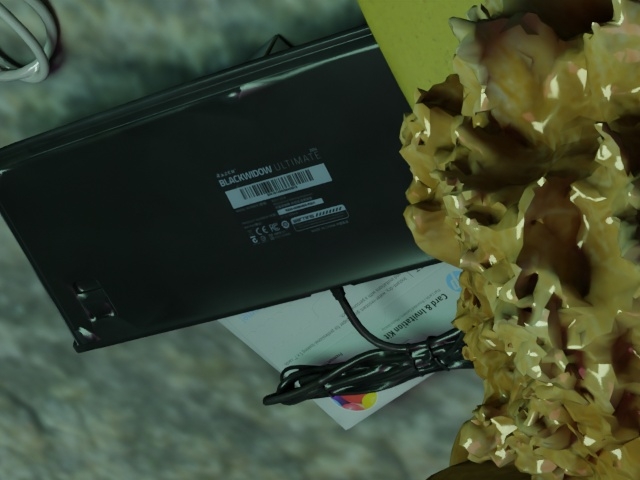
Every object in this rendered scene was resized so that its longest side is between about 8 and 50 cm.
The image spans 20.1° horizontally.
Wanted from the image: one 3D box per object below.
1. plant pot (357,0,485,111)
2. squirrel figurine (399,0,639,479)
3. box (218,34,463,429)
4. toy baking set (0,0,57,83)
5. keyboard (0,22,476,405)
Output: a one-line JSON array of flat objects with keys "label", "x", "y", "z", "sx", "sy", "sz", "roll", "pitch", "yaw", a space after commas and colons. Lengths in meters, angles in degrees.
[{"label": "plant pot", "x": 0.143, "y": -0.107, "z": 0.694, "sx": 0.187, "sy": 0.212, "sz": 0.212, "roll": 43, "pitch": 133, "yaw": 2}, {"label": "squirrel figurine", "x": 0.156, "y": 0.084, "z": 0.542, "sx": 0.370, "sy": 0.281, "sz": 0.397, "roll": 1, "pitch": 116, "yaw": 36}, {"label": "box", "x": -0.004, "y": 0.002, "z": 0.934, "sx": 0.186, "sy": 0.038, "sz": 0.145, "roll": 41, "pitch": 129, "yaw": -14}, {"label": "toy baking set", "x": -0.176, "y": -0.155, "z": 0.850, "sx": 0.197, "sy": 0.030, "sz": 0.256, "roll": 37, "pitch": 133, "yaw": -27}, {"label": "keyboard", "x": 0.000, "y": 0.000, "z": 0.887, "sx": 0.317, "sy": 0.033, "sz": 0.201, "roll": -14, "pitch": 115, "yaw": 28}]
